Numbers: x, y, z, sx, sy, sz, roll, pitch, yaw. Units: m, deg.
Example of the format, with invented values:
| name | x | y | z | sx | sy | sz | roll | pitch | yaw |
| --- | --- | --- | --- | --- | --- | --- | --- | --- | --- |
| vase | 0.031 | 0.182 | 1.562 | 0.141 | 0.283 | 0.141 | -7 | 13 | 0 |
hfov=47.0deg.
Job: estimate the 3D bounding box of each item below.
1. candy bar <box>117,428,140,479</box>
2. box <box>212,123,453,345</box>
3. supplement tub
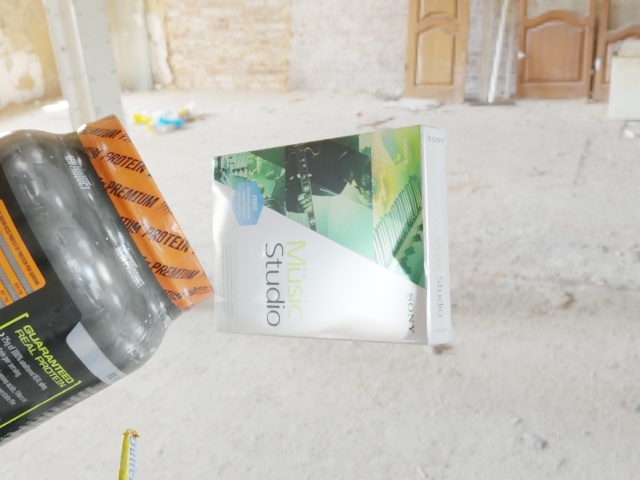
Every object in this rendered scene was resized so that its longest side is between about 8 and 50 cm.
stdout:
| name | x | y | z | sx | sy | sz | roll | pitch | yaw |
| --- | --- | --- | --- | --- | --- | --- | --- | --- | --- |
| candy bar | -0.274 | 0.345 | 1.035 | 0.018 | 0.040 | 0.161 | -4 | 64 | 7 |
| box | 0.000 | 0.000 | 0.867 | 0.322 | 0.232 | 0.058 | -3 | -2 | 38 |
| supplement tub | -0.265 | 0.053 | 0.547 | 0.338 | 0.207 | 0.207 | -28 | 27 | -10 |
